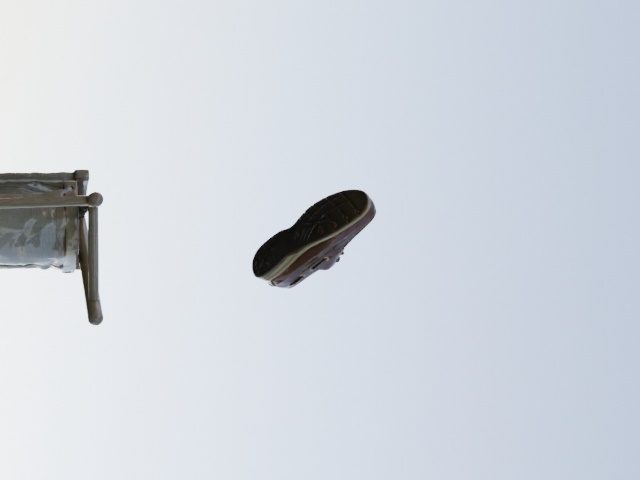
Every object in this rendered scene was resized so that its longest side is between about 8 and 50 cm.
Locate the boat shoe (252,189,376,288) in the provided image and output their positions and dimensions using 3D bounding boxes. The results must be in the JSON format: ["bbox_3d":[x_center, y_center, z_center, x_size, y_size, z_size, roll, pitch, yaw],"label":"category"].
[{"bbox_3d":[0.000,0.000,1.760,0.178,0.060,0.064,-34,-140,26],"label":"boat shoe"}]

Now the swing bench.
[{"bbox_3d":[-0.408,-0.006,1.829,0.255,0.253,0.165,-134,-136,-68],"label":"swing bench"}]
